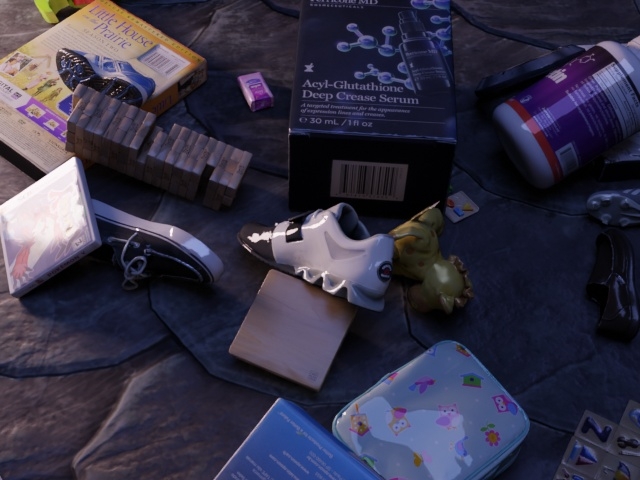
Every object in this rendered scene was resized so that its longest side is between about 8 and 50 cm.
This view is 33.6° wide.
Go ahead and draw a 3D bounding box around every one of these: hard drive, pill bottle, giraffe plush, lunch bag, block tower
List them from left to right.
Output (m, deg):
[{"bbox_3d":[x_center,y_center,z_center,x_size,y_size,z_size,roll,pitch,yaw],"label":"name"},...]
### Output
[{"bbox_3d":[-0.301,-0.163,1.918,0.335,0.091,0.097,23,56,-2],"label":"block tower"},{"bbox_3d":[0.182,0.047,1.798,0.181,0.210,0.170,-33,89,-31],"label":"giraffe plush"},{"bbox_3d":[0.164,0.303,1.606,0.279,0.108,0.224,-32,65,-24],"label":"lunch bag"},{"bbox_3d":[0.494,-0.247,1.971,0.323,0.181,0.181,-32,57,1],"label":"pill bottle"},{"bbox_3d":[0.629,-0.267,2.138,0.237,0.064,0.339,-3,50,-7],"label":"hard drive"}]

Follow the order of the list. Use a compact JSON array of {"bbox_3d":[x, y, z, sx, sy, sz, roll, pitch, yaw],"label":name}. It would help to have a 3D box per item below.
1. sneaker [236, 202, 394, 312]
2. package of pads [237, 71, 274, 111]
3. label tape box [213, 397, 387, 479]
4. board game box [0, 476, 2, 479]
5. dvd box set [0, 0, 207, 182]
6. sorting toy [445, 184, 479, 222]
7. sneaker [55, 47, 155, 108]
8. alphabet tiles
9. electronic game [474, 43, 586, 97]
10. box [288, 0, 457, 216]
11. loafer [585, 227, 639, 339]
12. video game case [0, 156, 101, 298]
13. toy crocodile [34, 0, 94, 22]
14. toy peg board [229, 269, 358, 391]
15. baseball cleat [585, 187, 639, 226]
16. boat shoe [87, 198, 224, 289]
[{"bbox_3d":[0.000,0.000,1.768,0.330,0.146,0.122,21,5,39],"label":"sneaker"},{"bbox_3d":[-0.130,-0.299,2.124,0.050,0.032,0.083,-17,54,-14],"label":"package of pads"},{"bbox_3d":[-0.059,0.433,1.461,0.249,0.115,0.347,37,87,23],"label":"label tape box"},{"bbox_3d":[-0.553,0.514,1.417,0.390,0.050,0.390,-27,57,-24],"label":"board game box"},{"bbox_3d":[-0.474,-0.299,2.078,0.308,0.062,0.420,33,56,21],"label":"dvd box set"},{"bbox_3d":[0.249,-0.073,1.981,0.062,0.012,0.083,-27,58,-23],"label":"sorting toy"},{"bbox_3d":[-0.410,-0.309,2.012,0.211,0.080,0.081,28,37,14],"label":"sneaker"},{"bbox_3d":[0.535,0.400,1.620,0.343,0.011,0.285,25,53,15],"label":"alphabet tiles"},{"bbox_3d":[0.414,-0.332,2.095,0.229,0.229,0.048,-24,97,-22],"label":"electronic game"},{"bbox_3d":[0.096,-0.260,1.991,0.294,0.212,0.395,3,50,0],"label":"box"},{"bbox_3d":[0.502,0.068,1.841,0.078,0.080,0.220,3,51,-3],"label":"loafer"},{"bbox_3d":[-0.471,-0.025,1.821,0.183,0.023,0.201,-31,53,12],"label":"video game case"},{"bbox_3d":[-0.447,-0.560,2.261,0.341,0.115,0.105,-20,61,-17],"label":"toy crocodile"},{"bbox_3d":[-0.041,0.157,1.744,0.161,0.079,0.160,21,68,13],"label":"toy peg board"},{"bbox_3d":[0.593,-0.072,1.983,0.206,0.072,0.109,9,37,-3],"label":"baseball cleat"},{"bbox_3d":[-0.311,0.023,1.798,0.306,0.113,0.105,23,60,17],"label":"boat shoe"}]
